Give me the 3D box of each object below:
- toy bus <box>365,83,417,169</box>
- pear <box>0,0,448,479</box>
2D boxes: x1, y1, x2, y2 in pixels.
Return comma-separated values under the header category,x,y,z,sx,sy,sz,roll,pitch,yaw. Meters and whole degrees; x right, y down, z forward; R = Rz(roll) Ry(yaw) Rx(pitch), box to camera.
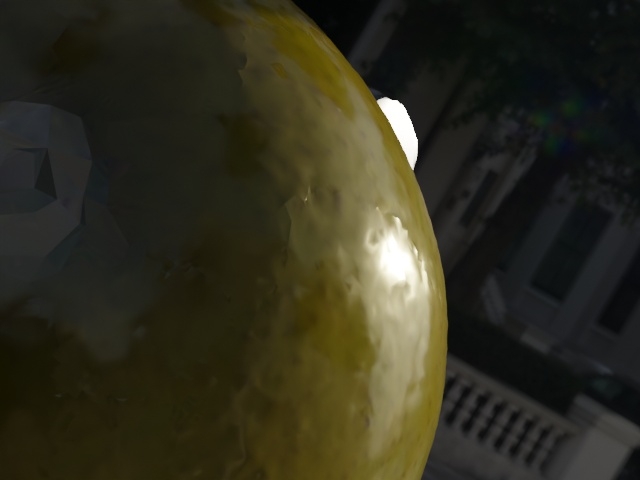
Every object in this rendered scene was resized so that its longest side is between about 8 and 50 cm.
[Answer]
category,x,y,z,sx,sy,sz,roll,pitch,yaw
toy bus,0.000,0.000,1.097,0.147,0.303,0.127,2,-4,37
pear,-0.113,0.025,0.458,0.191,0.340,0.387,99,-25,-70
